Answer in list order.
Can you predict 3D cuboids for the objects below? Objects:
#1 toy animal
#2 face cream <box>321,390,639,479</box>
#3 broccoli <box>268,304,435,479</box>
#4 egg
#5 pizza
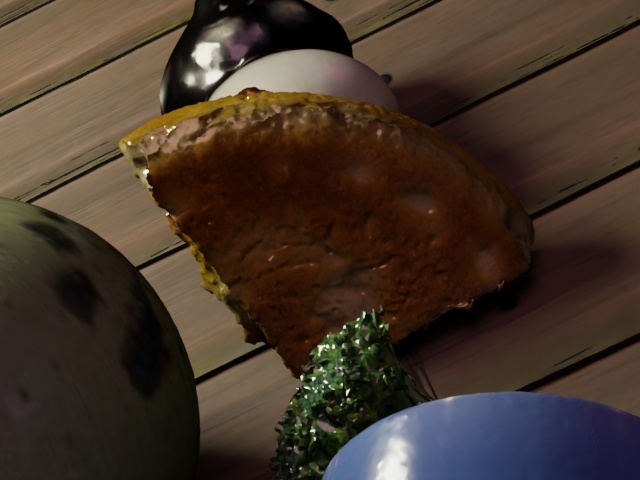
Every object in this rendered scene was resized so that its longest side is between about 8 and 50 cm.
[{"bbox_3d":[-0.033,-0.098,1.462,0.187,0.165,0.235,-31,42,-1],"label":"toy animal"},{"bbox_3d":[0.109,0.243,0.957,0.249,0.249,0.225,-11,42,19],"label":"face cream"},{"bbox_3d":[0.062,0.160,1.144,0.194,0.194,0.219,15,94,39],"label":"broccoli"},{"bbox_3d":[-0.261,0.145,1.166,0.345,0.345,0.428,-16,15,14],"label":"egg"},{"bbox_3d":[0.000,0.000,1.328,0.336,0.226,0.086,12,12,-10],"label":"pizza"}]
